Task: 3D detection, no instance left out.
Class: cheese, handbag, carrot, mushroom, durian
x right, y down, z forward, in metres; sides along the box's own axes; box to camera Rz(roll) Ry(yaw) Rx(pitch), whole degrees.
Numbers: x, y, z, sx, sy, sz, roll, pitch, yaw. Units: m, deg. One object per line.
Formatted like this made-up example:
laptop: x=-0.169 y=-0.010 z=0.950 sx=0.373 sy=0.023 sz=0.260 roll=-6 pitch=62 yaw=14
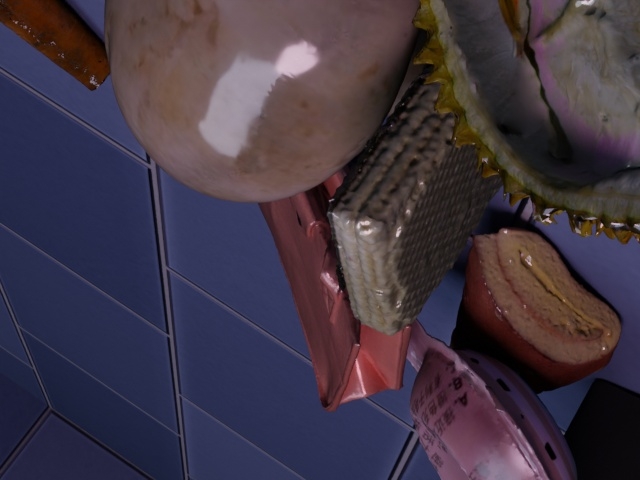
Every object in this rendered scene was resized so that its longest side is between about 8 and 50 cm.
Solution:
cheese: x=0.101 y=0.117 z=1.021 sx=0.286 sy=0.074 sz=0.189 roll=53 pitch=166 yaw=26
handbag: x=0.000 y=0.000 z=0.985 sx=0.157 sy=0.059 sz=0.212 roll=95 pitch=156 yaw=-65
carrot: x=-0.229 y=-0.184 z=1.119 sx=0.161 sy=0.055 sz=0.055 roll=41 pitch=160 yaw=-34
mushroom: x=-0.012 y=-0.129 z=0.754 sx=0.206 sy=0.209 sz=0.206 roll=47 pitch=149 yaw=40
durian: x=0.143 y=-0.120 z=0.568 sx=0.193 sy=0.138 sz=0.237 roll=5 pitch=101 yaw=42

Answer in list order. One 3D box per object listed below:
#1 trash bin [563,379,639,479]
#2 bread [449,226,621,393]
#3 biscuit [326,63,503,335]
trash bin: x=0.231 y=0.246 z=1.065 sx=0.165 sy=0.225 sz=0.115 roll=23 pitch=154 yaw=33
bread: x=0.153 y=0.064 z=1.019 sx=0.119 sy=0.067 sz=0.192 roll=30 pitch=159 yaw=16
biscuit: x=0.074 y=-0.054 z=0.703 sx=0.041 sy=0.199 sz=0.121 roll=28 pitch=157 yaw=20
